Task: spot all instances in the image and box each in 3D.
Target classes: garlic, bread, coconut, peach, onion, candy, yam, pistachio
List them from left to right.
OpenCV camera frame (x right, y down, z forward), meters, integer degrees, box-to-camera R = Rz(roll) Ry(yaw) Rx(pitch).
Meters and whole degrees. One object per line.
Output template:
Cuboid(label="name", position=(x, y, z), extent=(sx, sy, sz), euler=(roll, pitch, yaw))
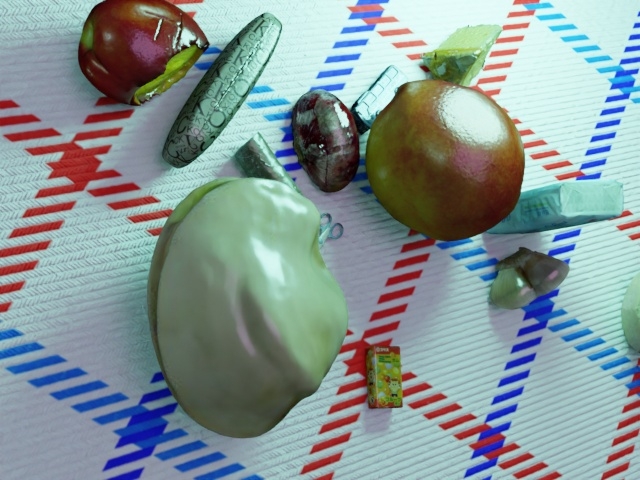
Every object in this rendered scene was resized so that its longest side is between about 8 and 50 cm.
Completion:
Cuboid(label="peach", position=(-0.303, -0.329, 1.773), extent=(0.226, 0.196, 0.190), euler=(9, 110, -30))
Cuboid(label="pistachio", position=(-0.121, 0.110, 1.715), extent=(0.365, 0.281, 0.446), euler=(9, 78, -35))
Cuboid(label="yam", position=(-0.096, -0.120, 1.911), extent=(0.068, 0.068, 0.169), euler=(-39, 100, -31))
Cuboid(label="onion", position=(0.029, -0.206, 1.984), extent=(0.151, 0.098, 0.206), euler=(-23, 90, -30))
Cuboid(label="candy", position=(0.124, 0.266, 1.962), extent=(0.062, 0.038, 0.122), euler=(4, 76, -29))
Cuboid(label="peach", position=(0.241, -0.162, 1.988), extent=(0.308, 0.308, 0.332), euler=(-35, 93, -31))
Cuboid(label="bread", position=(0.320, -0.392, 2.171), extent=(0.147, 0.152, 0.127), euler=(-45, 110, -32))
Cuboid(label="garlic", position=(0.441, 0.087, 2.147), extent=(0.174, 0.124, 0.099), euler=(-35, 114, -5))
Cuboid(label="coconut", position=(0.803, 0.158, 2.271), extent=(0.239, 0.244, 0.239), euler=(0, 83, 2))

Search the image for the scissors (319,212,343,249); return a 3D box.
Cuboid(label="scissors", position=(0.000, 0.000, 1.967), extent=(0.058, 0.014, 0.119), euler=(42, 58, -10))

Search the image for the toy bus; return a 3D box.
Cuboid(label="toy bus", position=(0.119, -0.292, 2.086), extent=(0.065, 0.047, 0.166), euler=(44, 60, -9))

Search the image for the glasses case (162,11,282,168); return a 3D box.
Cuboid(label="glasses case", position=(-0.178, -0.279, 1.858), extent=(0.085, 0.137, 0.355), euler=(37, 63, -16))

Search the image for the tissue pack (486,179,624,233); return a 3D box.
Cuboid(label="tissue pack", position=(0.480, -0.065, 2.113), extent=(0.177, 0.263, 0.089), euler=(-2, 83, -29))
